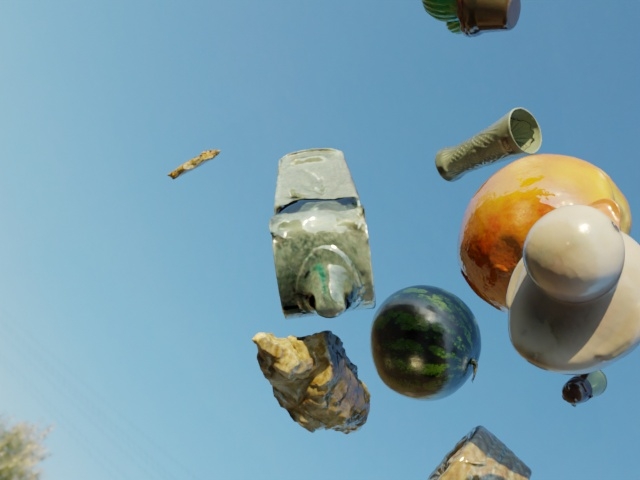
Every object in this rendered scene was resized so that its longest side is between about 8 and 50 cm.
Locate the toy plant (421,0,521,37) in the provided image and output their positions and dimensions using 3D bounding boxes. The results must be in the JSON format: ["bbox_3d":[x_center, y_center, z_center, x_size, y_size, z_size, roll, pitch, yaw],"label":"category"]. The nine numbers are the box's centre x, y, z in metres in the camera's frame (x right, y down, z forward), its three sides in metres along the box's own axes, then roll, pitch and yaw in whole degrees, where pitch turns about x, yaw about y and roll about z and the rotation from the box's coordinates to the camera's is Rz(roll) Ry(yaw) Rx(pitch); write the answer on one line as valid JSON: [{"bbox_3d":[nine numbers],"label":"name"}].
[{"bbox_3d":[0.255,-0.422,1.556,0.200,0.105,0.143,20,-14,29],"label":"toy plant"}]

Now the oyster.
[{"bbox_3d":[0.007,0.250,1.548,0.110,0.166,0.341,-11,-49,29],"label":"oyster"}]

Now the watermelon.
[{"bbox_3d":[0.238,0.227,1.963,0.269,0.269,0.269,36,-41,40],"label":"watermelon"}]

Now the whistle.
[{"bbox_3d":[-0.004,-0.026,1.576,0.188,0.168,0.405,81,1,-64],"label":"whistle"}]

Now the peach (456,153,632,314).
[{"bbox_3d":[0.370,0.005,1.496,0.308,0.289,0.289,-10,-75,30],"label":"peach"}]

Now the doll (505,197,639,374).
[{"bbox_3d":[0.346,0.060,1.194,0.221,0.221,0.251,34,-84,42],"label":"doll"}]

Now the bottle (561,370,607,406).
[{"bbox_3d":[0.394,0.219,1.309,0.047,0.101,0.063,-6,-89,37],"label":"bottle"}]

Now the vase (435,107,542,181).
[{"bbox_3d":[0.329,-0.183,1.746,0.219,0.096,0.096,-23,-88,50],"label":"vase"}]

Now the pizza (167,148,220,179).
[{"bbox_3d":[-0.180,-0.110,1.236,0.016,0.083,0.037,61,-5,-6],"label":"pizza"}]

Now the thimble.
[{"bbox_3d":[0.285,0.457,1.608,0.148,0.196,0.229,40,-4,10],"label":"thimble"}]
